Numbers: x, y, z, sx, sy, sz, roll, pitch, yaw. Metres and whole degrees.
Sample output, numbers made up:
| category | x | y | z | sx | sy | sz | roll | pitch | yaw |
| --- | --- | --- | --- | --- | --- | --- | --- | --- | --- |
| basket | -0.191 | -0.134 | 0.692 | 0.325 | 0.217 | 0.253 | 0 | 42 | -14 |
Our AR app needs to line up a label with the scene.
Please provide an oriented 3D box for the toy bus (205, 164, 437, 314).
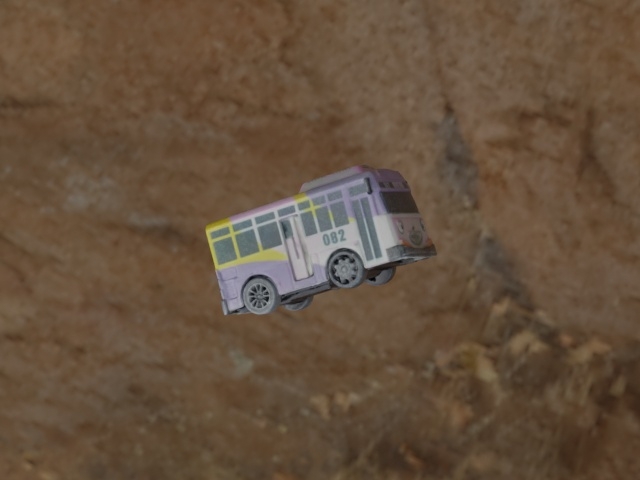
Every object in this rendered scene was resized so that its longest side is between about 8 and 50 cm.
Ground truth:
| category | x | y | z | sx | sy | sz | roll | pitch | yaw |
| --- | --- | --- | --- | --- | --- | --- | --- | --- | --- |
| toy bus | 0.000 | 0.000 | 0.789 | 0.102 | 0.052 | 0.058 | -18 | 84 | 23 |
